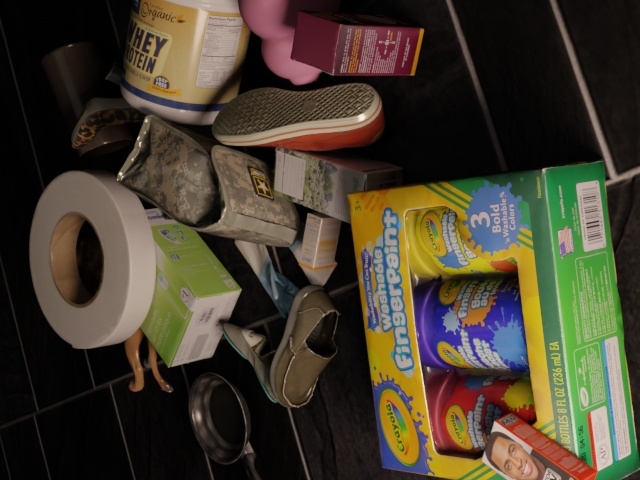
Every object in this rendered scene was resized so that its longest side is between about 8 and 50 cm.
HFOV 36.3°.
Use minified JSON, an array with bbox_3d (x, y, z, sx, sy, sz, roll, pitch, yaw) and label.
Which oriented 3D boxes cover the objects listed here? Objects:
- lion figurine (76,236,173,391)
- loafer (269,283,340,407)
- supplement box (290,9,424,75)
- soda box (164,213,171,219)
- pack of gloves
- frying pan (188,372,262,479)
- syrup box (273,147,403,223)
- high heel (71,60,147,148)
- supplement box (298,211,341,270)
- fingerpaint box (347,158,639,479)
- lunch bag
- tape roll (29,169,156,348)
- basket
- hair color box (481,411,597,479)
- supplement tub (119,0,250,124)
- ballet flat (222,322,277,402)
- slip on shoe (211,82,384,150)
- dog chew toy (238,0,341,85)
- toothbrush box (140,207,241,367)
[{"bbox_3d":[-0.450,0.163,2.248,0.392,0.142,0.240,30,120,34],"label":"lion figurine"},{"bbox_3d":[-0.025,0.208,1.808,0.087,0.094,0.251,33,120,44],"label":"loafer"},{"bbox_3d":[0.059,-0.312,1.548,0.104,0.188,0.081,29,117,41],"label":"supplement box"},{"bbox_3d":[-0.258,-0.070,2.039,0.169,0.060,0.053,0,93,47],"label":"soda box"},{"bbox_3d":[-0.085,0.027,1.878,0.232,0.046,0.195,54,133,26],"label":"pack of gloves"},{"bbox_3d":[-0.169,0.400,2.034,0.326,0.053,0.197,29,118,39],"label":"frying pan"},{"bbox_3d":[0.028,-0.102,1.691,0.237,0.096,0.093,22,114,43],"label":"syrup box"},{"bbox_3d":[-0.415,-0.247,2.092,0.261,0.186,0.093,-45,27,37],"label":"high heel"},{"bbox_3d":[0.000,0.000,1.757,0.036,0.062,0.098,20,106,35],"label":"supplement box"},{"bbox_3d":[0.242,0.124,1.444,0.371,0.163,0.445,-4,94,48],"label":"fingerpaint box"},{"bbox_3d":[-0.187,-0.092,1.793,0.287,0.235,0.169,32,98,33],"label":"lunch bag"},{"bbox_3d":[-0.502,0.041,2.121,0.392,0.072,0.392,4,95,42],"label":"tape roll"},{"bbox_3d":[-0.522,-0.313,2.220,0.204,0.154,0.227,152,99,-86],"label":"basket"},{"bbox_3d":[0.286,0.297,1.285,0.141,0.043,0.072,32,122,38],"label":"hair color box"},{"bbox_3d":[-0.246,-0.400,1.841,0.228,0.228,0.316,35,122,39],"label":"supplement tub"},{"bbox_3d":[-0.116,0.228,1.946,0.068,0.072,0.213,-45,61,11],"label":"ballet flat"},{"bbox_3d":[-0.041,-0.198,1.681,0.331,0.101,0.123,-1,55,26],"label":"slip on shoe"},{"bbox_3d":[-0.056,-0.431,1.657,0.206,0.206,0.332,0,105,48],"label":"dog chew toy"},{"bbox_3d":[-0.318,0.095,2.092,0.283,0.122,0.206,50,129,32],"label":"toothbrush box"}]
